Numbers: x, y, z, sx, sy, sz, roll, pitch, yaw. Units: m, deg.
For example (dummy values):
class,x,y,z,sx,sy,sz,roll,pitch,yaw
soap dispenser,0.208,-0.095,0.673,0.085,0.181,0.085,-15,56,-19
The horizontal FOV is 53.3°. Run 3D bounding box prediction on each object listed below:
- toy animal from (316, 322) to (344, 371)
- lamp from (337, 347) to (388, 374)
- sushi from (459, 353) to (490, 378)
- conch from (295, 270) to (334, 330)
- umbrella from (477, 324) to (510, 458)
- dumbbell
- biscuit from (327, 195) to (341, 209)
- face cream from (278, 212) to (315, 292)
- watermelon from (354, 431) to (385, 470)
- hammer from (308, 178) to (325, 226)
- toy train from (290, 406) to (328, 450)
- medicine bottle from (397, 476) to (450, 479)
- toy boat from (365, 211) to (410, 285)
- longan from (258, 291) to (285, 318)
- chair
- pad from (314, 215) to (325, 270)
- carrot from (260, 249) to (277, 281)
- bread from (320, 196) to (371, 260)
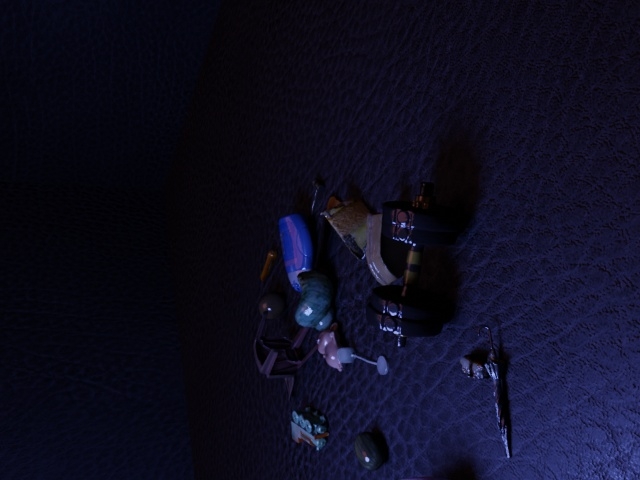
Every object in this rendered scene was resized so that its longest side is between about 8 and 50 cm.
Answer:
class,x,y,z,sx,sy,sz,roll,pitch,yaw
toy animal,0.037,0.327,1.925,0.083,0.089,0.150,-38,44,19
lamp,0.119,0.335,1.777,0.198,0.056,0.050,0,85,61
sushi,0.325,0.265,1.355,0.083,0.044,0.045,-4,86,62
conch,-0.016,0.189,1.988,0.176,0.122,0.188,30,-118,-88
umbrella,0.365,0.302,1.292,0.044,0.044,0.268,-16,78,24
dumbbell,0.211,0.059,1.450,0.185,0.185,0.388,-151,66,-62
biscuit,0.047,-0.099,1.999,0.078,0.015,0.091,-57,40,45
face cream,-0.074,0.044,2.140,0.149,0.083,0.263,-19,79,55
watermelon,0.130,0.560,1.704,0.110,0.078,0.078,62,142,45
hammer,-0.035,-0.068,2.162,0.058,0.029,0.292,-123,41,-54
toy train,-0.033,0.609,2.054,0.176,0.074,0.118,9,106,60
medicine bottle,0.214,0.674,1.327,0.241,0.241,0.301,123,150,-47
toy boat,0.177,0.020,1.607,0.061,0.116,0.188,-14,74,57
longan,-0.174,0.234,2.353,0.119,0.106,0.106,-53,-1,-41
chair,-0.141,0.404,2.161,0.326,0.183,0.175,-65,33,37
pad,0.000,0.000,2.025,0.116,0.004,0.193,-153,75,-87
carrot,-0.207,0.105,2.490,0.190,0.037,0.037,117,145,-43
bread,0.095,-0.030,1.843,0.147,0.127,0.152,55,169,49
